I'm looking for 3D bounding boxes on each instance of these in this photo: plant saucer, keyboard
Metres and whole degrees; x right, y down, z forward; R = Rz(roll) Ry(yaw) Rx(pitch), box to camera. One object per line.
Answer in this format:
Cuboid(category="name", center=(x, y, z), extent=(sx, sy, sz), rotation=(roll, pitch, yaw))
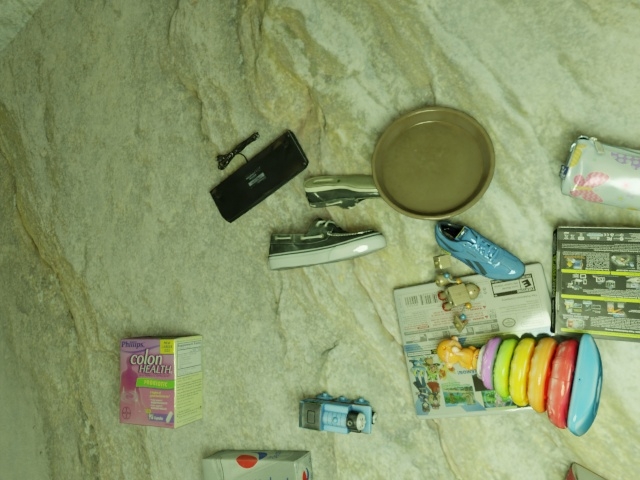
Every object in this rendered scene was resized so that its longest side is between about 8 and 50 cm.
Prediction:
Cuboid(category="plant saucer", center=(0.260, -0.178, 1.057), extent=(0.278, 0.041, 0.277), rotation=(-3, 79, 14))
Cuboid(category="keyboard", center=(-0.197, -0.208, 1.313), extent=(0.317, 0.033, 0.201), rotation=(-33, 78, 18))

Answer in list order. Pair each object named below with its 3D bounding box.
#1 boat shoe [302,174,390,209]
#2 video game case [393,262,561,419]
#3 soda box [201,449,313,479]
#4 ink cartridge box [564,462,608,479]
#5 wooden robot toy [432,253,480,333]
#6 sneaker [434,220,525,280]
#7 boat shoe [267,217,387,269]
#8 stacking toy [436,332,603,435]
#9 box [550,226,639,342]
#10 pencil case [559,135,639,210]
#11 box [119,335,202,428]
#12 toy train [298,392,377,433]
Cuboid(category="boat shoe", center=(0.073, -0.121, 1.159), extent=(0.233, 0.084, 0.079), rotation=(0, 122, 19))
Cuboid(category="video game case", center=(0.346, 0.227, 0.997), extent=(0.329, 0.036, 0.299), rotation=(-14, 78, 23))
Cuboid(category="soda box", center=(-0.165, 0.602, 1.167), extent=(0.287, 0.091, 0.097), rotation=(-10, 79, 24))
Cuboid(category="ink cartridge box", center=(0.512, 0.603, 0.826), extent=(0.207, 0.117, 0.282), rotation=(24, 95, 25))
Cuboid(category="wooden robot toy", center=(0.305, 0.109, 0.988), extent=(0.079, 0.076, 0.173), rotation=(-14, 75, -13))
Cuboid(category="sneaker", center=(0.338, 0.019, 0.981), extent=(0.209, 0.082, 0.069), rotation=(32, 76, 33))
Cuboid(category="boat shoe", center=(0.000, 0.000, 1.141), extent=(0.336, 0.121, 0.119), rotation=(-10, 84, 26))
Cuboid(category="stacking toy", center=(0.374, 0.252, 0.891), extent=(0.302, 0.166, 0.175), rotation=(6, 71, 36))
Cuboid(category="box", center=(0.593, 0.085, 0.863), extent=(0.270, 0.060, 0.216), rotation=(1, 84, 20))
Cuboid(category="pencil case", center=(0.612, -0.120, 0.865), extent=(0.273, 0.113, 0.124), rotation=(18, 114, 25))
Cuboid(category="box", center=(-0.465, 0.404, 1.321), extent=(0.214, 0.117, 0.242), rotation=(-5, 81, 25))
Cuboid(category="toy train", center=(0.040, 0.419, 1.082), extent=(0.184, 0.105, 0.080), rotation=(-1, 84, 26))
